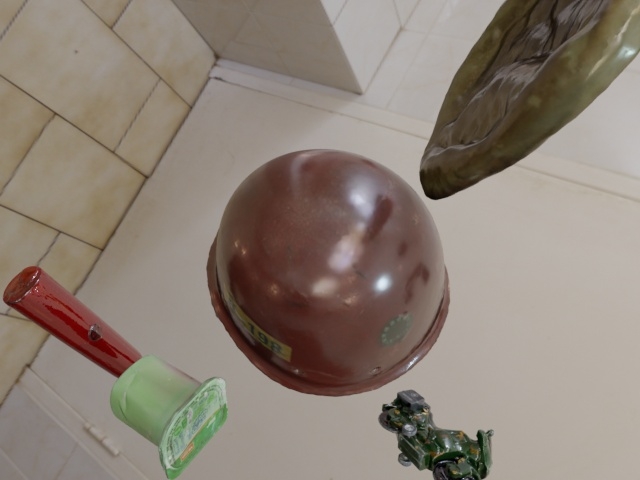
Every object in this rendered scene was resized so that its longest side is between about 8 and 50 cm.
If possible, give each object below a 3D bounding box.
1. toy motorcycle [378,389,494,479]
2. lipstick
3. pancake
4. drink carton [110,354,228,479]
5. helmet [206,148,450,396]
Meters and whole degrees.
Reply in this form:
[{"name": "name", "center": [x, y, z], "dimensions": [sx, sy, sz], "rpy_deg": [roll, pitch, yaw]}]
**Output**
[{"name": "toy motorcycle", "center": [0.251, 0.417, 1.032], "dimensions": [0.187, 0.275, 0.124], "rpy_deg": [-4, 108, -30]}, {"name": "lipstick", "center": [-0.413, 0.151, 0.840], "dimensions": [0.073, 0.073, 0.279], "rpy_deg": [-53, 141, -23]}, {"name": "pancake", "center": [0.176, -0.159, 0.434], "dimensions": [0.294, 0.050, 0.294], "rpy_deg": [-61, -174, 11]}, {"name": "drink carton", "center": [-0.252, 0.267, 0.795], "dimensions": [0.146, 0.143, 0.144], "rpy_deg": [-41, 146, -45]}, {"name": "helmet", "center": [0.000, 0.000, 0.656], "dimensions": [0.338, 0.385, 0.230], "rpy_deg": [-41, 157, -17]}]
